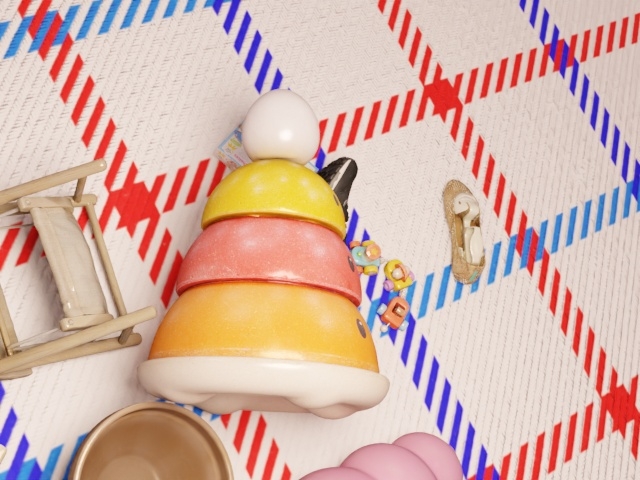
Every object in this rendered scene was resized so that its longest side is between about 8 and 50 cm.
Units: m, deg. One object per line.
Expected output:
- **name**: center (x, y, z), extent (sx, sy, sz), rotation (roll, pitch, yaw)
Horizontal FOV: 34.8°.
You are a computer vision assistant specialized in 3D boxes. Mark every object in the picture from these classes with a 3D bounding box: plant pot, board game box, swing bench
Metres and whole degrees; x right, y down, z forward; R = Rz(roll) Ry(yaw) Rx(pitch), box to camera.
- **plant pot**: center (-0.246, 0.346, 1.405), extent (0.237, 0.110, 0.237), rotation (11, 70, -32)
- **board game box**: center (-0.092, -0.134, 1.743), extent (0.154, 0.026, 0.103), rotation (41, 58, -3)
- **swing bench**: center (-0.400, 0.047, 1.453), extent (0.254, 0.165, 0.253), rotation (-15, 75, -23)

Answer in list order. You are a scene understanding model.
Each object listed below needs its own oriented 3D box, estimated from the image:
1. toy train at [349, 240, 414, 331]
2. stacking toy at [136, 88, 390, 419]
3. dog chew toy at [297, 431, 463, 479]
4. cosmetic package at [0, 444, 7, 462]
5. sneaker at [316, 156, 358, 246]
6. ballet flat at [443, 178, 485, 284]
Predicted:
- **toy train**: center (0.102, 0.069, 1.730), extent (0.166, 0.046, 0.125), rotation (41, 58, -4)
- **stacking toy**: center (-0.069, 0.005, 1.464), extent (0.350, 0.350, 0.480), rotation (8, 76, -21)
- **dog chew toy**: center (0.086, 0.395, 1.500), extent (0.332, 0.206, 0.207), rotation (-27, 81, -38)
- **cosmetic package**: center (-0.541, 0.373, 1.274), extent (0.160, 0.113, 0.309), rotation (28, 59, -11)
- **sneaker**: center (0.000, 0.000, 1.681), extent (0.124, 0.107, 0.283), rotation (36, 75, -20)
- **ballet flat**: center (0.266, -0.024, 1.831), extent (0.073, 0.067, 0.206), rotation (4, 67, -22)
